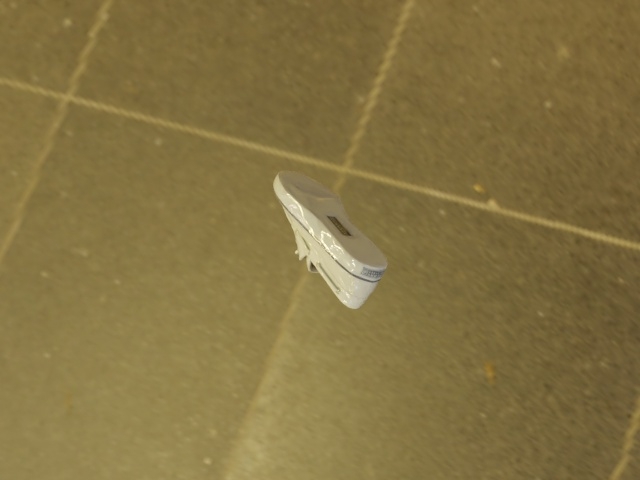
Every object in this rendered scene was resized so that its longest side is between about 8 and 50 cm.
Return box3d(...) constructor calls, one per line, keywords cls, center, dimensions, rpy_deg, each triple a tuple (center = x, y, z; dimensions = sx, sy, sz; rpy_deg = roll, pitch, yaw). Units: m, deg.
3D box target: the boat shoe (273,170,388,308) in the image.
box3d(cls="boat shoe", center=(0.000, 0.000, 0.891), dimensions=(0.100, 0.035, 0.035), rpy_deg=(48, 123, 42))
